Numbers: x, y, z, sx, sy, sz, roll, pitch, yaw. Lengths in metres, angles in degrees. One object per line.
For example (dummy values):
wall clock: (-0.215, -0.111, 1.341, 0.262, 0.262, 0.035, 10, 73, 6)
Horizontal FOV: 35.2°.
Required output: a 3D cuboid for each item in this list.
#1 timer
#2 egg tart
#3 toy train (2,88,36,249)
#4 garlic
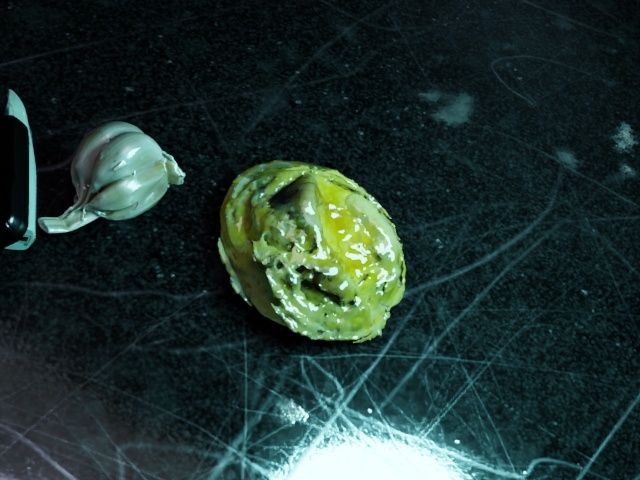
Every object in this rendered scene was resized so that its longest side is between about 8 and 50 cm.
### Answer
timer: (-0.427, -0.060, 1.241, 0.144, 0.055, 0.187, -24, 53, 17)
egg tart: (0.000, 0.000, 1.359, 0.297, 0.132, 0.297, 12, 54, -17)
toy train: (-0.398, -0.105, 1.332, 0.048, 0.055, 0.251, 6, 53, -22)
garlic: (-0.288, -0.076, 1.321, 0.194, 0.127, 0.131, -34, 26, -20)
